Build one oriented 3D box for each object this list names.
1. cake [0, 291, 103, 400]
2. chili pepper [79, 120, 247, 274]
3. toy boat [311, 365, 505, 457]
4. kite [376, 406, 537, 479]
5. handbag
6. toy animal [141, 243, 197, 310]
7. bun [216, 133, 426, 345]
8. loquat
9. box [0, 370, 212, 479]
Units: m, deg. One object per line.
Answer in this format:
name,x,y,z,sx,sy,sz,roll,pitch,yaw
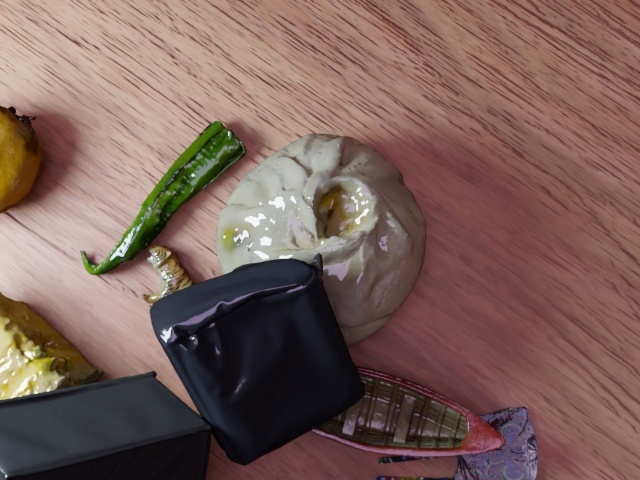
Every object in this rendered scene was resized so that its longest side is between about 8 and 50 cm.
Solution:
cake,-0.555,0.210,1.608,0.286,0.222,0.227,40,85,6
chili pepper,-0.283,-0.067,1.697,0.359,0.076,0.085,-44,87,-3
toy boat,0.113,0.296,1.623,0.392,0.079,0.136,13,73,8
kite,0.229,0.365,1.654,0.285,0.015,0.152,-1,82,2
handbag,-0.092,0.166,1.518,0.275,0.178,0.302,-29,122,-9
toy animal,-0.239,0.114,1.682,0.099,0.057,0.241,-42,83,-2
bun,0.000,0.000,1.601,0.365,0.219,0.365,-1,83,7
loquat,-0.582,-0.138,1.659,0.234,0.187,0.176,-44,73,-11
box,-0.363,0.375,1.465,0.345,0.204,0.251,-8,115,-38
